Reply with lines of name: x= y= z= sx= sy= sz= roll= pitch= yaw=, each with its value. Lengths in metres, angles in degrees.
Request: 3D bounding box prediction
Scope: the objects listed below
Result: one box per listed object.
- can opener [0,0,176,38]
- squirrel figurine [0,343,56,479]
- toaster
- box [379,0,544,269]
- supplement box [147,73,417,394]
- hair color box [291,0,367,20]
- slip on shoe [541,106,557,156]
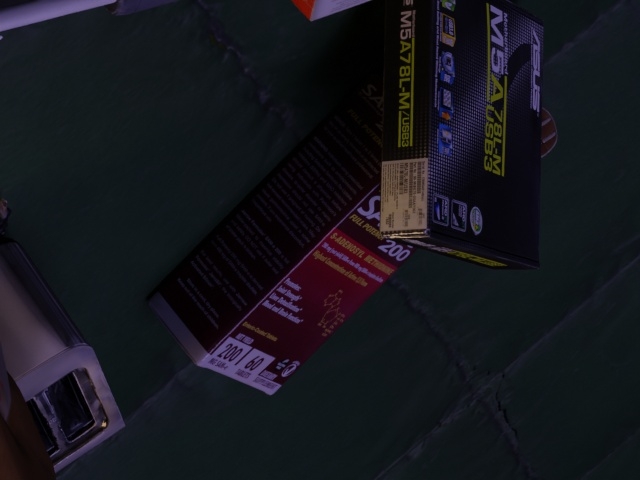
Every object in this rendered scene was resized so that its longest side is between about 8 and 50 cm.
can opener: x=-0.102 y=-0.166 z=0.963 sx=0.280 sy=0.074 sz=0.093 roll=-18 pitch=144 yaw=-39
squirrel figurine: x=-0.326 y=0.099 z=0.773 sx=0.370 sy=0.397 sz=0.281 roll=-16 pitch=106 yaw=-4
toaster: x=-0.227 y=0.098 z=1.154 sx=0.168 sy=0.110 sz=0.185 roll=-34 pitch=152 yaw=-15
box: x=0.102 y=-0.082 z=1.260 sx=0.184 sy=0.045 sz=0.190 roll=15 pitch=75 yaw=-56
supplement box: x=0.000 y=0.000 z=1.345 sx=0.239 sy=0.073 sz=0.130 roll=-46 pitch=152 yaw=7
hair color box: x=0.023 y=-0.207 z=1.099 sx=0.072 sy=0.043 sz=0.141 roll=-23 pitch=149 yaw=-32
slip on shoe: x=0.136 y=-0.075 z=1.450 sx=0.135 sy=0.051 sz=0.041 roll=-29 pitch=-169 yaw=-39
